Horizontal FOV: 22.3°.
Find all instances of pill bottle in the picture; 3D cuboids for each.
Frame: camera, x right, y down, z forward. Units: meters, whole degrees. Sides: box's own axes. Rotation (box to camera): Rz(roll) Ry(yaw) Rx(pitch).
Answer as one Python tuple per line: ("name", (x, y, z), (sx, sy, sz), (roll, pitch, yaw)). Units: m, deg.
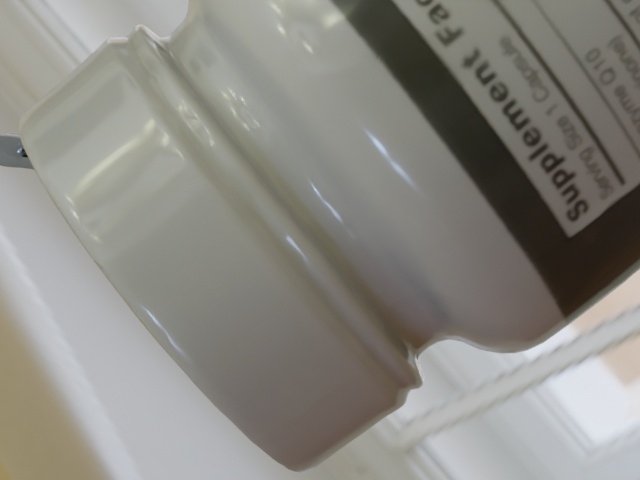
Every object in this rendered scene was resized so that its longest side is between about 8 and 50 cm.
("pill bottle", (0.064, -0.070, 0.478), (0.283, 0.161, 0.161), (-39, 8, 2))

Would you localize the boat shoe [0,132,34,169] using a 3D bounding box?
("boat shoe", (-0.216, -0.068, 1.308), (0.035, 0.100, 0.035), (-51, -31, -72))
